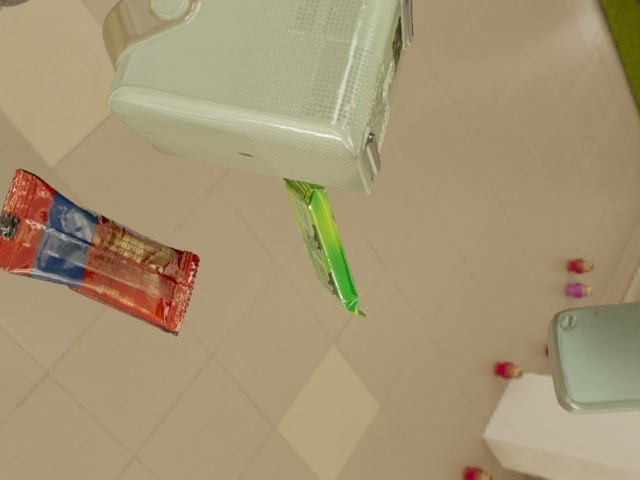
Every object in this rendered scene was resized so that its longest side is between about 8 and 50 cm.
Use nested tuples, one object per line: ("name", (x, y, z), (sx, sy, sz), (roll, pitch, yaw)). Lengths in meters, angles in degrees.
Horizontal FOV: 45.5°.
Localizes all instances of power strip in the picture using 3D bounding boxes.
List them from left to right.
("power strip", (0.406, 0.163, 0.875), (0.059, 0.265, 0.193), (59, 26, -69))

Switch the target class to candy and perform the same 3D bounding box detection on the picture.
("candy", (0.001, -0.001, 0.837), (0.032, 0.102, 0.178), (-25, 122, -10))

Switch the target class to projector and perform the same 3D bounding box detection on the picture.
("projector", (-0.052, -0.155, 0.639), (0.163, 0.243, 0.177), (52, 50, -74))

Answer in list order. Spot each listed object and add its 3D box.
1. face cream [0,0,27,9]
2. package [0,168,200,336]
("face cream", (-0.299, -0.347, 0.900), (0.284, 0.073, 0.073), (-34, 115, -21))
("package", (-0.185, 0.016, 0.655), (0.200, 0.022, 0.083), (31, 60, -46))
